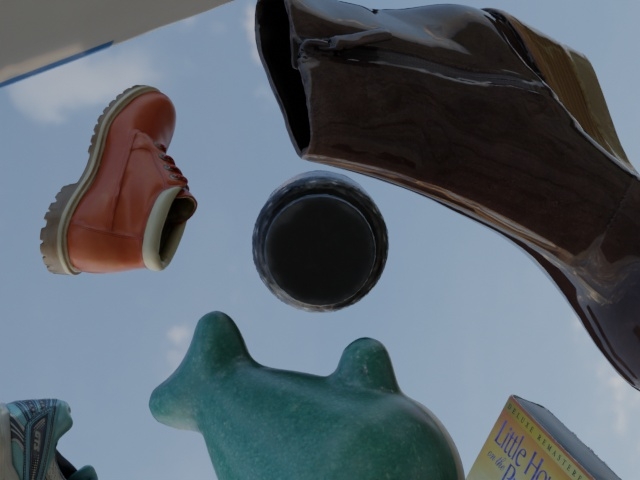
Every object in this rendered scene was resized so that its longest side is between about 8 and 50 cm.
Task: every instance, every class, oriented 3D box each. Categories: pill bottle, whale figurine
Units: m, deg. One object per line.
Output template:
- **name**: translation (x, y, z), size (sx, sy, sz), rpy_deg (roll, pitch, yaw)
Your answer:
- **pill bottle**: translation (0.000, 0.000, 1.311), size (0.219, 0.123, 0.123), rpy_deg (-88, 2, -86)
- **whale figurine**: translation (-0.024, 0.163, 1.089), size (0.216, 0.272, 0.141), rpy_deg (-56, -22, 8)

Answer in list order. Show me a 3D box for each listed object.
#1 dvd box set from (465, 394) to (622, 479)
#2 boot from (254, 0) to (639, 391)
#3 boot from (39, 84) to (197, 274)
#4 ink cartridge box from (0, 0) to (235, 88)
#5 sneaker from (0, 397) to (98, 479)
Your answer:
- **dvd box set**: translation (0.196, 0.417, 1.579), size (0.062, 0.307, 0.420), rpy_deg (22, -80, -25)
- **boot**: translation (0.079, -0.024, 0.718), size (0.207, 0.090, 0.248), rpy_deg (6, -133, -30)
- **boot**: translation (-0.110, -0.038, 0.923), size (0.059, 0.084, 0.158), rpy_deg (71, -152, -45)
- **ink cartridge box**: translation (-0.260, -0.348, 1.221), size (0.285, 0.395, 0.166), rpy_deg (-22, -29, -8)
- **sneaker**: translation (-0.282, 0.294, 1.496), size (0.122, 0.110, 0.283), rpy_deg (-13, -69, -15)
